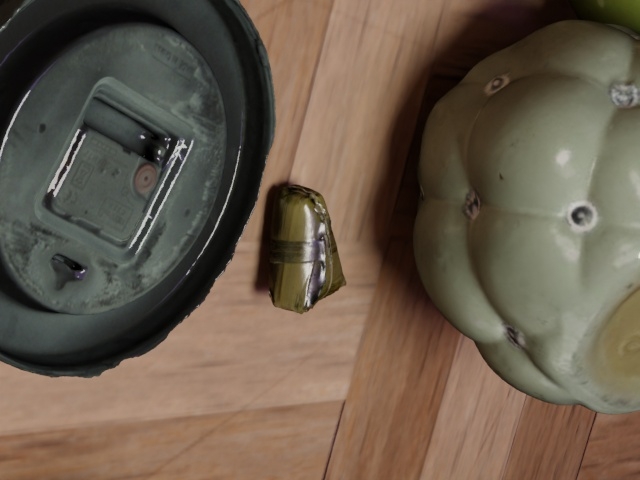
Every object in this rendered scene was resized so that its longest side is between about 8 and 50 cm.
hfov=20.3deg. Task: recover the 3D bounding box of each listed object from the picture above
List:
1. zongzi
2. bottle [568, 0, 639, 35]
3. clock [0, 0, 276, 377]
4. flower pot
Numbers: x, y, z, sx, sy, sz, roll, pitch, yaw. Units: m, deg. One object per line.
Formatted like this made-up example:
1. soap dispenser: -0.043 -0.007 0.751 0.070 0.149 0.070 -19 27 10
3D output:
1. zongzi: 0.000 0.000 1.091 0.083 0.040 0.076 -18 116 -57
2. bottle: 0.205 -0.200 1.161 0.112 0.112 0.260 -43 137 -26
3. clock: -0.119 -0.042 0.920 0.226 0.049 0.226 -25 126 -38
4. flower pot: 0.179 -0.012 1.115 0.246 0.195 0.246 -14 135 -14
